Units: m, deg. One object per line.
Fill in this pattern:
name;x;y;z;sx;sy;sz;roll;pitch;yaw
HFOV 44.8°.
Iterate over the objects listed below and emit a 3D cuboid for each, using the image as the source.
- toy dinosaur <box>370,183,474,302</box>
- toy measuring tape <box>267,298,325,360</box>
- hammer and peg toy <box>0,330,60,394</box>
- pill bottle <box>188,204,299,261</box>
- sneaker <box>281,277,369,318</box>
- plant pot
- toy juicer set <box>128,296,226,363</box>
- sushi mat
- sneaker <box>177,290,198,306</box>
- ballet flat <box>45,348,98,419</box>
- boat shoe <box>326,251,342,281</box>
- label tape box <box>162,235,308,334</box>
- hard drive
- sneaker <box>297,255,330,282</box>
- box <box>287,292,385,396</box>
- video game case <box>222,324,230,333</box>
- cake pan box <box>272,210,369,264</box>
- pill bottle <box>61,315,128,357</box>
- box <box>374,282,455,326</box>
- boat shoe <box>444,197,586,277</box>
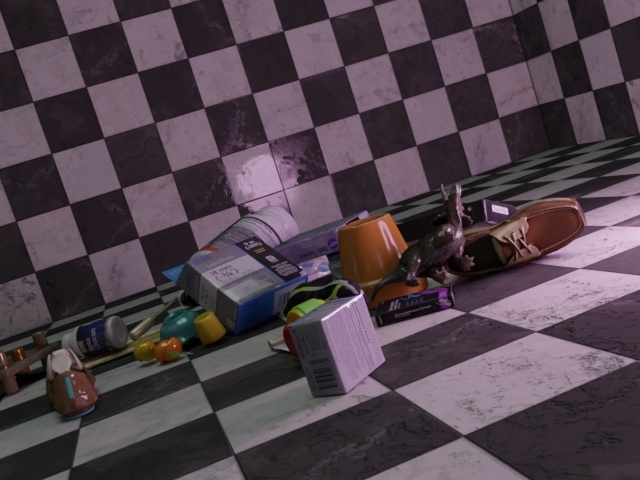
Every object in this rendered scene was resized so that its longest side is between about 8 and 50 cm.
toy dinosaur;0.239;0.033;1.686;0.313;0.121;0.160;-51;12;10
toy measuring tape;-0.038;0.171;1.517;0.121;0.121;0.330;-21;7;-25
hammer and peg toy;-0.977;0.381;2.282;0.361;0.127;0.266;-16;6;19
pill bottle;-0.231;0.046;2.427;0.210;0.210;0.363;-13;20;39
sneaker;0.006;0.145;1.653;0.234;0.084;0.097;-11;32;50
plant pot;0.127;0.043;1.819;0.205;0.188;0.205;-18;6;2
toy juicer set;-0.389;0.250;2.007;0.209;0.089;0.329;-35;21;-23
sushi mat;-0.556;0.308;2.225;0.316;0.019;0.151;-20;7;-14
sneaker;-0.377;0.173;2.681;0.234;0.078;0.106;-23;10;-9
ballet flat;-0.575;0.312;1.760;0.116;0.124;0.342;-20;6;-18
boat shoe;0.082;0.083;2.076;0.118;0.103;0.320;-21;10;-6
label tape box;-0.235;0.088;2.084;0.240;0.106;0.333;-23;43;-39
hard drive;0.336;-0.021;1.950;0.339;0.064;0.237;-16;-17;42
sneaker;-0.021;0.072;2.447;0.228;0.092;0.087;-22;5;-41
box;0.028;0.170;1.275;0.072;0.126;0.137;-16;6;36
video game case;-0.238;0.229;2.050;0.122;0.011;0.087;-18;7;-1
cake pan box;0.000;0.000;2.242;0.266;0.070;0.246;-19;8;26
pill bottle;-0.643;0.279;2.206;0.169;0.094;0.094;-17;6;14
box;0.195;0.130;1.596;0.162;0.029;0.116;-18;6;12
boat shoe;0.415;0.011;1.689;0.324;0.123;0.120;-25;8;32
